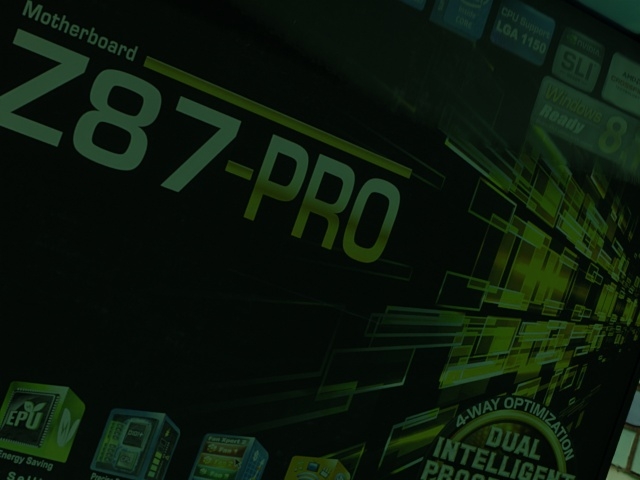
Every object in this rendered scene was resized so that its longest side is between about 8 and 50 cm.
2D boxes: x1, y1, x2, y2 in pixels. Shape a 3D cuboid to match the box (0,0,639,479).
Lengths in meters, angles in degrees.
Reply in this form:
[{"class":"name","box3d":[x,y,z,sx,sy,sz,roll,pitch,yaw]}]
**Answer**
[{"class":"box","box3d":[0.000,0.000,0.444,0.394,0.318,0.097,22,175,-21]}]
